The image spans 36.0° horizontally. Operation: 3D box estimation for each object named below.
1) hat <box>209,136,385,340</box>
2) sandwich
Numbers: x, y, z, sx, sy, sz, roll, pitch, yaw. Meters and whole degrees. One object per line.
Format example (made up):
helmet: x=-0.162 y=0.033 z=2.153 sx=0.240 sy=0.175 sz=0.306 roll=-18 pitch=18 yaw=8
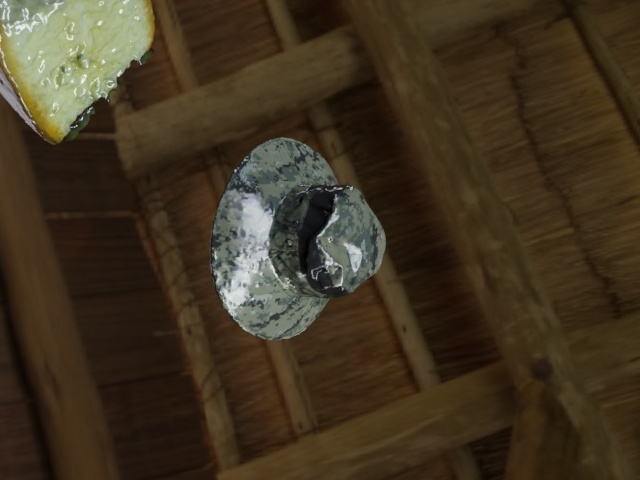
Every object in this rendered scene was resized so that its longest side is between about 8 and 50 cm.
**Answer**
hat: x=0.000 y=0.000 z=1.149 sx=0.128 sy=0.266 sz=0.265 roll=2 pitch=-86 yaw=38
sandwich: x=-0.234 y=-0.195 z=0.709 sx=0.236 sy=0.122 sz=0.128 roll=40 pitch=-21 yaw=22
